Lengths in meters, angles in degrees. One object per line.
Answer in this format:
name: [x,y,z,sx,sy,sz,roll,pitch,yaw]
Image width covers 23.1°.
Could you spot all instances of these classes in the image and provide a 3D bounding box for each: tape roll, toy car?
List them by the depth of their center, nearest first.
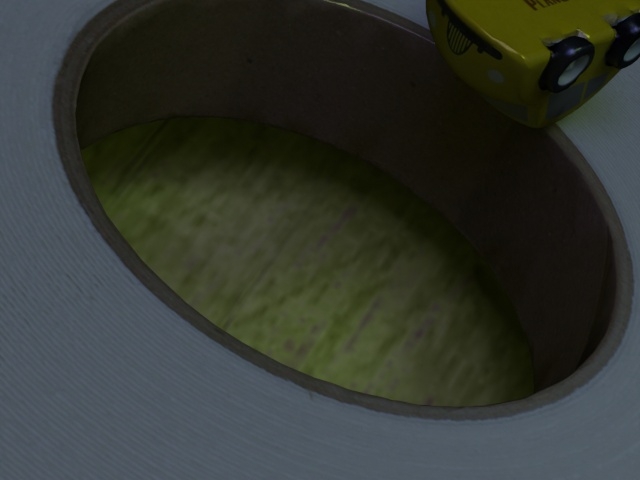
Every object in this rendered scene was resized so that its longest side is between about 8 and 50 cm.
tape roll: [0.000,0.000,0.545,0.392,0.072,0.392,15,42,-14]
toy car: [0.126,-0.108,0.637,0.239,0.053,0.225,9,42,-23]
